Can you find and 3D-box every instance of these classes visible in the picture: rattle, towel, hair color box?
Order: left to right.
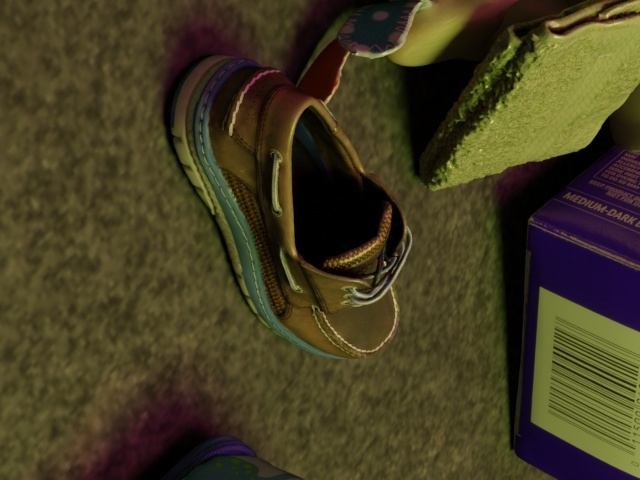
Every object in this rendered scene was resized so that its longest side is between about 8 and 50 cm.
[{"bbox_3d":[0.065,-0.148,0.607,0.199,0.130,0.143,-15,95,-11],"label":"rattle"},{"bbox_3d":[0.111,-0.071,0.631,0.110,0.027,0.148,-18,163,-24],"label":"towel"},{"bbox_3d":[0.258,-0.002,0.846,0.339,0.110,0.185,-35,137,-36],"label":"hair color box"}]

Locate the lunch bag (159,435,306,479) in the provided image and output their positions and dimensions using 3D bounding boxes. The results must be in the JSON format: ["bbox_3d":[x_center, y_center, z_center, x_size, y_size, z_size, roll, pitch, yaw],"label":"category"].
[{"bbox_3d":[-0.038,0.208,0.593,0.176,0.090,0.219,-46,135,-28],"label":"lunch bag"}]

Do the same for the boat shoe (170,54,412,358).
[{"bbox_3d":[0.000,0.000,0.575,0.066,0.066,0.183,-56,139,-19],"label":"boat shoe"}]

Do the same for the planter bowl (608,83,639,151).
[{"bbox_3d":[0.215,-0.134,0.731,0.162,0.162,0.109,-37,105,-36],"label":"planter bowl"}]
